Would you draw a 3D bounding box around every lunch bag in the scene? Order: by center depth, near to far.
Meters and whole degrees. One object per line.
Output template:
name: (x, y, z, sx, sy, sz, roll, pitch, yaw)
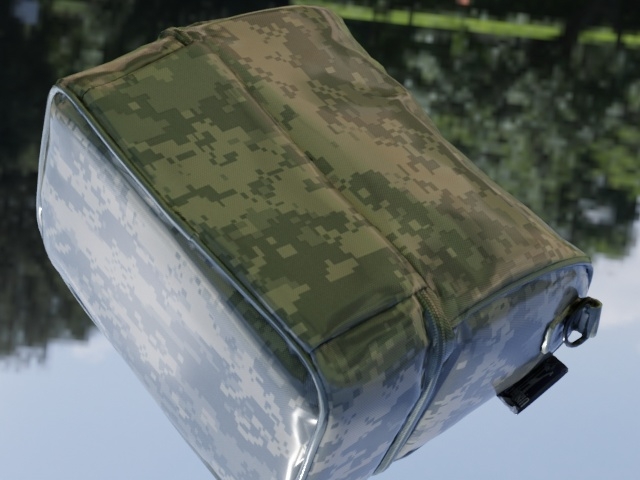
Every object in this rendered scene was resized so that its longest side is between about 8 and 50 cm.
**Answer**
lunch bag: (0.000, 0.000, 1.075, 0.256, 0.212, 0.305, -29, -116, -28)
